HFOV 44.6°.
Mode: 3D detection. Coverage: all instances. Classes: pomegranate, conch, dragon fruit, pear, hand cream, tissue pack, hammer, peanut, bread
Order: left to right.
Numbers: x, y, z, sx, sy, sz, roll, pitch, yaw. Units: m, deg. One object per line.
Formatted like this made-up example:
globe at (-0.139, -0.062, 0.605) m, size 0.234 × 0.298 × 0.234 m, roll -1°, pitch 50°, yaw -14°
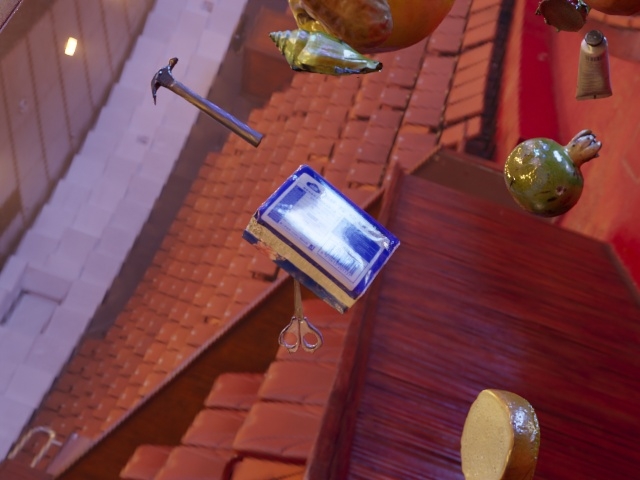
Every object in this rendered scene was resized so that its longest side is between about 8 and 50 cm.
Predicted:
hammer at (-0.256, -0.302, 1.781) m, size 0.125 × 0.297 × 0.027 m, roll -56°, pitch -6°, yaw -11°
tissue pack at (0.000, 0.000, 1.593) m, size 0.209 × 0.270 × 0.137 m, roll -52°, pitch -1°, yaw -45°
conch at (0.002, -0.322, 1.365) m, size 0.095 × 0.201 × 0.079 m, roll -46°, pitch -31°, yaw -51°
peanut at (0.023, -0.381, 1.171) m, size 0.108 × 0.226 × 0.095 m, roll -45°, pitch 23°, yaw 20°
pear at (0.119, -0.564, 1.584) m, size 0.418 × 0.362 × 0.362 m, roll -46°, pitch -5°, yaw -6°
bread at (0.373, 0.429, 1.636) m, size 0.236 × 0.070 × 0.236 m, roll -165°, pitch 90°, yaw -75°
pomegranate at (0.496, -0.156, 1.692) m, size 0.210 × 0.179 × 0.179 m, roll -56°, pitch -2°, yaw -2°
dragon fruit at (0.586, -0.574, 1.885) m, size 0.138 × 0.142 × 0.175 m, roll 59°, pitch -140°, yaw -42°
hand cream at (0.584, -0.365, 1.664) m, size 0.234 × 0.080 × 0.050 m, roll 51°, pitch -141°, yaw -62°

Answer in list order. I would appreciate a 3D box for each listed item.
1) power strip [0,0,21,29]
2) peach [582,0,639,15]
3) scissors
power strip at (-0.802, -0.481, 1.803) m, size 0.385 × 0.091 × 0.062 m, roll -52°, pitch 23°, yaw 6°
peach at (0.608, -0.556, 1.507) m, size 0.214 × 0.236 × 0.214 m, roll -20°, pitch -90°, yaw -87°
scissors at (-0.047, 0.160, 1.714) m, size 0.015 × 0.100 × 0.188 m, roll -67°, pitch -26°, yaw -72°
